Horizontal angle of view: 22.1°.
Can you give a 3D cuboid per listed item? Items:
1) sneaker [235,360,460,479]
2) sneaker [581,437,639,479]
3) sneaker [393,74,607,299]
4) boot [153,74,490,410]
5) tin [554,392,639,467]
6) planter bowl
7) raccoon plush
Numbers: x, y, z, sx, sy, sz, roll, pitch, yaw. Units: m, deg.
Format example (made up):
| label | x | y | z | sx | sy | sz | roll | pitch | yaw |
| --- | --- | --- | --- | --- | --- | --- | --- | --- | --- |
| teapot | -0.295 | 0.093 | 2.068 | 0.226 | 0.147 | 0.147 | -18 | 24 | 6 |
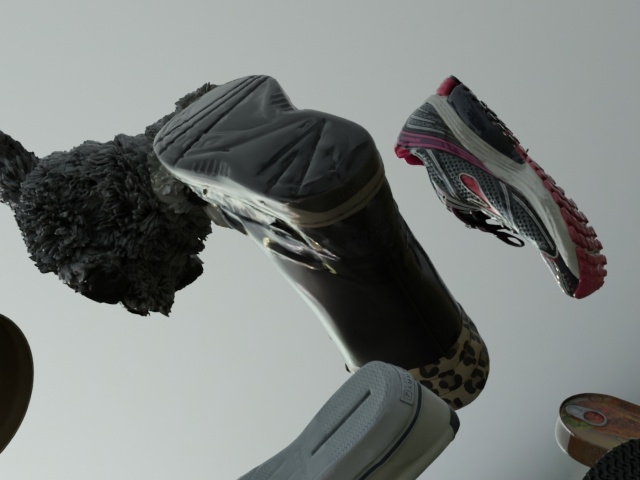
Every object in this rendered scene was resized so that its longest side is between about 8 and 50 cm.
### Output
| label | x | y | z | sx | sy | sz | roll | pitch | yaw |
| --- | --- | --- | --- | --- | --- | --- | --- | --- | --- |
| sneaker | 0.001 | 0.200 | 1.223 | 0.091 | 0.094 | 0.258 | 32 | -63 | -28 |
| sneaker | 0.260 | 0.156 | 1.167 | 0.161 | 0.057 | 0.075 | -36 | -27 | 5 |
| sneaker | 0.201 | -0.044 | 1.793 | 0.112 | 0.299 | 0.121 | -44 | -31 | 10 |
| boot | 0.000 | 0.000 | 1.546 | 0.138 | 0.284 | 0.377 | -41 | 28 | -15 |
| tin | 0.341 | 0.220 | 1.743 | 0.106 | 0.189 | 0.040 | -39 | -35 | -60 |
| planter bowl | -0.349 | 0.123 | 1.442 | 0.162 | 0.109 | 0.162 | -24 | -57 | -44 |
| raccoon plush | -0.261 | -0.117 | 1.982 | 0.299 | 0.446 | 0.216 | -62 | -11 | 15 |
